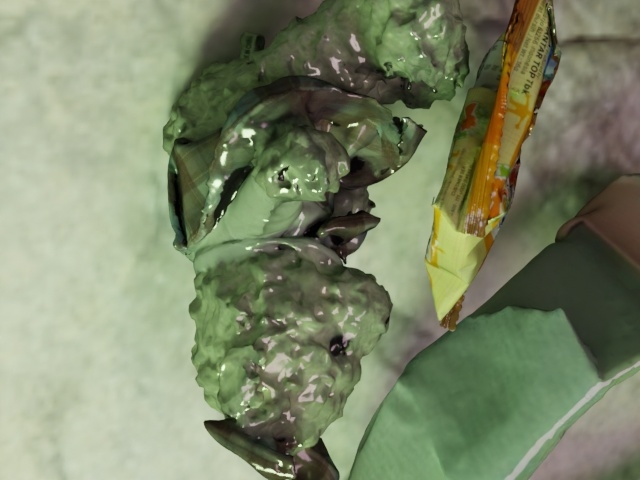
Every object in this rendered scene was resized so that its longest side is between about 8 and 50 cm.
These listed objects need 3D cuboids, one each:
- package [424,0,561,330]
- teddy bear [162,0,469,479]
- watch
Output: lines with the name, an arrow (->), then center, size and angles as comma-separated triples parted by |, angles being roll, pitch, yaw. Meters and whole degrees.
package -> 0.069, -0.031, 0.777 | 0.121, 0.031, 0.108 | 93, 16, -68
teddy bear -> -0.017, -0.012, 0.722 | 0.133, 0.111, 0.213 | 65, 42, -75
watch -> 0.137, 0.112, 0.873 | 0.253, 0.162, 0.241 | 31, 99, -42
